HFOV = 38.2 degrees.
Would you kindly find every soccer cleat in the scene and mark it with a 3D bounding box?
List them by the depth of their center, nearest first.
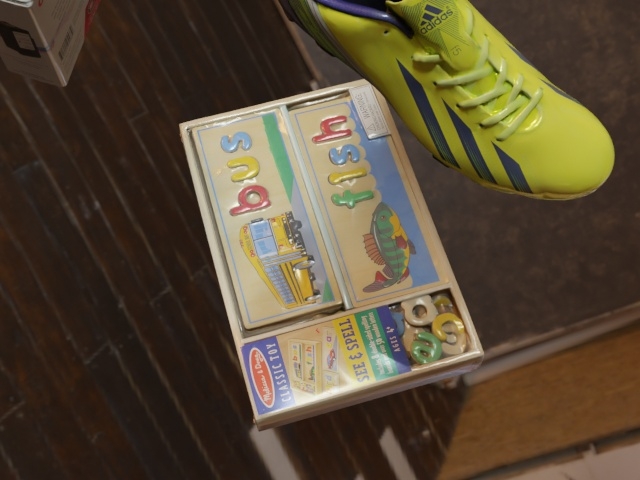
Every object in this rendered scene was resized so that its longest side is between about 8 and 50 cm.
[{"bbox_3d":[0.085,-0.127,0.637,0.289,0.093,0.121,37,-13,1],"label":"soccer cleat"}]

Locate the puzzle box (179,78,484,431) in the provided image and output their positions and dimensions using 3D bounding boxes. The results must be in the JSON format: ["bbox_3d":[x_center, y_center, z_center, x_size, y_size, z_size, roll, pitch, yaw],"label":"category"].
[{"bbox_3d":[0.000,0.000,1.124,0.052,0.272,0.409,88,-15,-63],"label":"puzzle box"}]

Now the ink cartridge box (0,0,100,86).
[{"bbox_3d":[-0.297,-0.263,0.975,0.175,0.072,0.128,102,5,-72],"label":"ink cartridge box"}]
